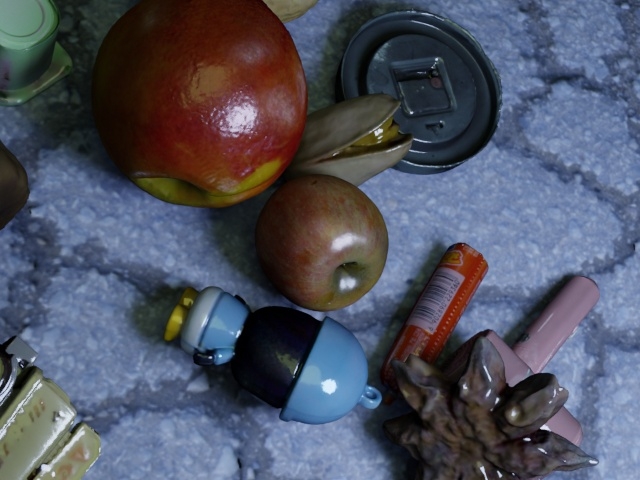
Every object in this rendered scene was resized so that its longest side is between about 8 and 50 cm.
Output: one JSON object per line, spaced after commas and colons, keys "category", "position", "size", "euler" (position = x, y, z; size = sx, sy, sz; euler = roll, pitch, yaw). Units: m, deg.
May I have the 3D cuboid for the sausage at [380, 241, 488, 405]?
{"category": "sausage", "position": [0.163, 0.130, 1.764], "size": [0.074, 0.074, 0.274], "euler": [34, 65, -5]}

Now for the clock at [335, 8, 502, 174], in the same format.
{"category": "clock", "position": [0.157, -0.236, 1.894], "size": [0.280, 0.055, 0.281], "euler": [6, 71, -17]}

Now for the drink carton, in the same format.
{"category": "drink carton", "position": [-0.437, -0.290, 1.673], "size": [0.144, 0.142, 0.146], "euler": [-39, 89, -24]}

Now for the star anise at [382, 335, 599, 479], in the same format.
{"category": "star anise", "position": [0.223, 0.280, 1.631], "size": [0.315, 0.315, 0.108], "euler": [54, 26, 5]}

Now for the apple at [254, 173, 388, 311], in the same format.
{"category": "apple", "position": [0.000, 0.000, 1.688], "size": [0.188, 0.188, 0.174], "euler": [-12, 45, -21]}

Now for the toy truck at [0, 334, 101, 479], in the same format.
{"category": "toy truck", "position": [-0.460, 0.316, 1.446], "size": [0.254, 0.180, 0.405], "euler": [40, 62, -10]}

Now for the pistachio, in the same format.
{"category": "pistachio", "position": [0.037, -0.141, 1.759], "size": [0.129, 0.206, 0.131], "euler": [61, 24, -14]}

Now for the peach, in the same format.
{"category": "peach", "position": [-0.168, -0.214, 1.657], "size": [0.308, 0.308, 0.332], "euler": [16, 63, -12]}

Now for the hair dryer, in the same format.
{"category": "hair dryer", "position": [0.345, 0.178, 1.791], "size": [0.210, 0.125, 0.352], "euler": [47, 58, 0]}

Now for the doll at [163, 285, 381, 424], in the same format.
{"category": "doll", "position": [-0.060, 0.161, 1.648], "size": [0.314, 0.141, 0.177], "euler": [23, 36, 4]}

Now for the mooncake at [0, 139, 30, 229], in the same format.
{"category": "mooncake", "position": [-0.539, -0.060, 1.470], "size": [0.324, 0.324, 0.187], "euler": [-27, 81, -24]}

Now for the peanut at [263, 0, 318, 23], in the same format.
{"category": "peanut", "position": [-0.123, -0.411, 1.813], "size": [0.340, 0.158, 0.174], "euler": [8, 40, -20]}
